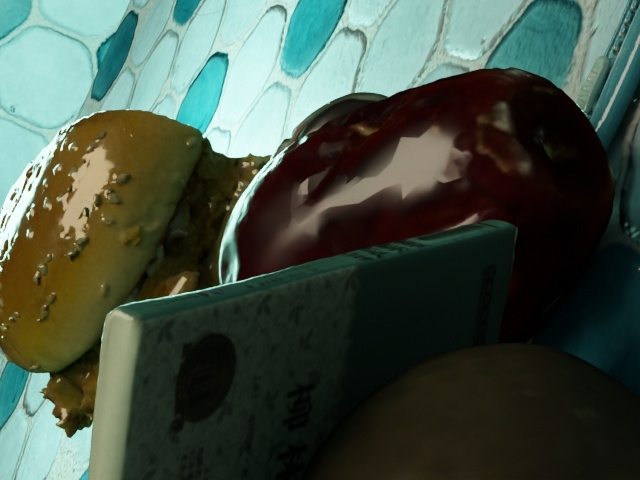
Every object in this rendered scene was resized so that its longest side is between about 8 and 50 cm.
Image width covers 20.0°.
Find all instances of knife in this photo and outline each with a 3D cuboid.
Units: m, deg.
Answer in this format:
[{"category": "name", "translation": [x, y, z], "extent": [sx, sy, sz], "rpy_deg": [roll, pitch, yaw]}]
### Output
[{"category": "knife", "translation": [0.223, -0.140, 1.350], "extent": [0.222, 0.031, 0.064], "rpy_deg": [-66, 20, 1]}]

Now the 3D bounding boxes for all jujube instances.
[{"category": "jujube", "translation": [0.066, 0.001, 1.333], "extent": [0.318, 0.223, 0.223], "rpy_deg": [-35, 36, 42]}]

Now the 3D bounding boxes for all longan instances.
[{"category": "longan", "translation": [0.089, 0.191, 1.001], "extent": [0.300, 0.243, 0.300], "rpy_deg": [-35, 1, 1]}]

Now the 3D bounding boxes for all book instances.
[{"category": "book", "translation": [-0.007, 0.133, 1.073], "extent": [0.031, 0.379, 0.264], "rpy_deg": [19, 109, 33]}]

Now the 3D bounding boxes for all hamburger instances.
[{"category": "hamburger", "translation": [-0.212, 0.056, 1.911], "extent": [0.445, 0.268, 0.287], "rpy_deg": [-36, 40, 52]}]

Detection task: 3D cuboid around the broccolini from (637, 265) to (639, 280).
[{"category": "broccolini", "translation": [0.285, -0.126, 1.115], "extent": [0.079, 0.074, 0.392], "rpy_deg": [3, 72, 61]}]

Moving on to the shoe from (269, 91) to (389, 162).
[{"category": "shoe", "translation": [0.000, 0.000, 1.632], "extent": [0.137, 0.114, 0.291], "rpy_deg": [-166, 97, -75]}]
